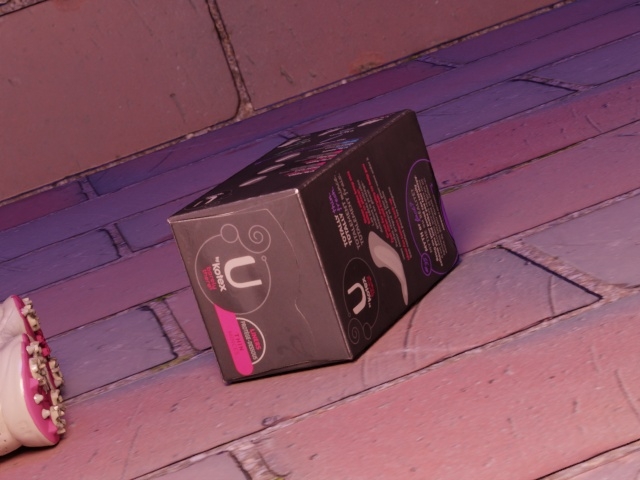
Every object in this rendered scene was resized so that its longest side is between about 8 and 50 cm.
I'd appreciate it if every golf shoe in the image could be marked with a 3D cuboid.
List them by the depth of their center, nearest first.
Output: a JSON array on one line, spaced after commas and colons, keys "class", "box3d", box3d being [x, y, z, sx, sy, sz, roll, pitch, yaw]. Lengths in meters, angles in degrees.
[{"class": "golf shoe", "box3d": [-0.318, 0.133, 1.764, 0.140, 0.115, 0.306, -23, 10, -3]}]

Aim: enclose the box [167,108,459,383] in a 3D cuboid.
[{"class": "box", "box3d": [0.000, 0.000, 1.728, 0.143, 0.165, 0.270, -12, 13, 28]}]
